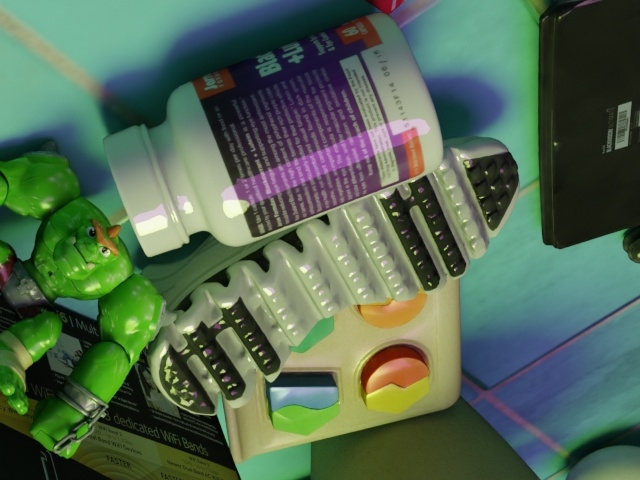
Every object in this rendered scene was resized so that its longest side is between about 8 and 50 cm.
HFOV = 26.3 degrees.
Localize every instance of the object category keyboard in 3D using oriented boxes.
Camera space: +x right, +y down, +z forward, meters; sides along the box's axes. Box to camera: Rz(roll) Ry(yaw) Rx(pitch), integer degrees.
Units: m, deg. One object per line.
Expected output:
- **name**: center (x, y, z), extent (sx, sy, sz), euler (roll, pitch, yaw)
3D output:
- **keyboard**: center (0.252, -0.104, 0.991), extent (0.201, 0.033, 0.317), euler (-17, 150, -1)

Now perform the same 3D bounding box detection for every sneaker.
- **sneaker**: center (0.000, 0.000, 0.949), extent (0.292, 0.118, 0.110), euler (-28, 127, -9)

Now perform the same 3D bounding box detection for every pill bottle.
- **pill bottle**: center (-0.031, -0.060, 0.850), extent (0.193, 0.108, 0.108), euler (-21, 144, -4)

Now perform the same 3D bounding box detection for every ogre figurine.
- **ogre figurine**: center (-0.176, 0.022, 0.851), extent (0.118, 0.197, 0.097), euler (-36, 167, -14)

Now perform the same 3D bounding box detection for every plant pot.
- **plant pot**: center (0.094, 0.254, 1.178), extent (0.256, 0.274, 0.256), euler (-16, 143, -12)

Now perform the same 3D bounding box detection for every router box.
- **router box**: center (-0.171, 0.162, 0.941), extent (0.081, 0.243, 0.309), euler (-37, 142, 18)

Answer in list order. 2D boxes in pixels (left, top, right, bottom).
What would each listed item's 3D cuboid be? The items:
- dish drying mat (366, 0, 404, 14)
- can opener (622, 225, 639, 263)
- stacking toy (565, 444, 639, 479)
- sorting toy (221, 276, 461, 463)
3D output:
- **dish drying mat**: center (0.027, -0.165, 0.834), extent (0.032, 0.008, 0.083), euler (-40, 142, 22)
- **can opener**: center (0.338, -0.035, 1.146), extent (0.186, 0.073, 0.059), euler (-32, -178, 16)
- **stacking toy**: center (0.494, 0.289, 1.502), extent (0.480, 0.351, 0.351), euler (10, 136, -11)
- **sorting toy**: center (0.020, 0.083, 1.078), extent (0.208, 0.038, 0.193), euler (-15, 126, -14)
